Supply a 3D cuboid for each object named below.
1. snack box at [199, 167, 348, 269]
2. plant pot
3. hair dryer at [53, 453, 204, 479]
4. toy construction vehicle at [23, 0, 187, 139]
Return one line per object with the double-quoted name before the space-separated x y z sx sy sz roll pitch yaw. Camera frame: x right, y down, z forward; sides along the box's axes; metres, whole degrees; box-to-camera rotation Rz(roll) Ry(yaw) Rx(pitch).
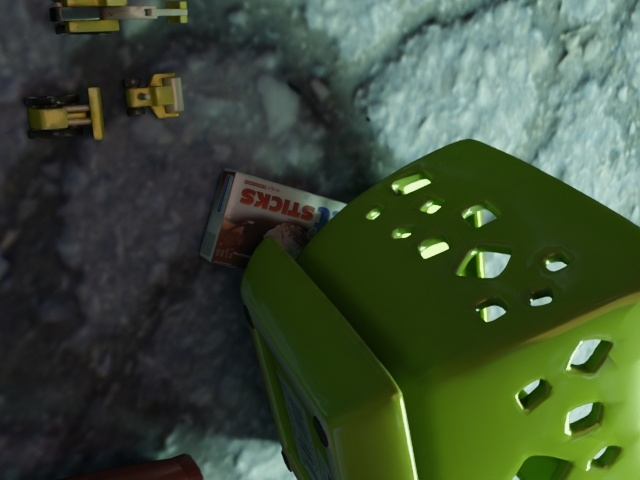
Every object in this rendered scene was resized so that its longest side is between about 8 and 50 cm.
"snack box" 0.000 0.000 0.571 0.178 0.022 0.064 14 93 -36
"plant pot" 0.078 0.092 0.508 0.207 0.227 0.228 -21 121 -15
"hair dryer" -0.185 0.249 0.485 0.293 0.080 0.223 -50 138 -9
"toy construction vehicle" -0.124 -0.103 0.458 0.098 0.035 0.086 -9 105 -33
